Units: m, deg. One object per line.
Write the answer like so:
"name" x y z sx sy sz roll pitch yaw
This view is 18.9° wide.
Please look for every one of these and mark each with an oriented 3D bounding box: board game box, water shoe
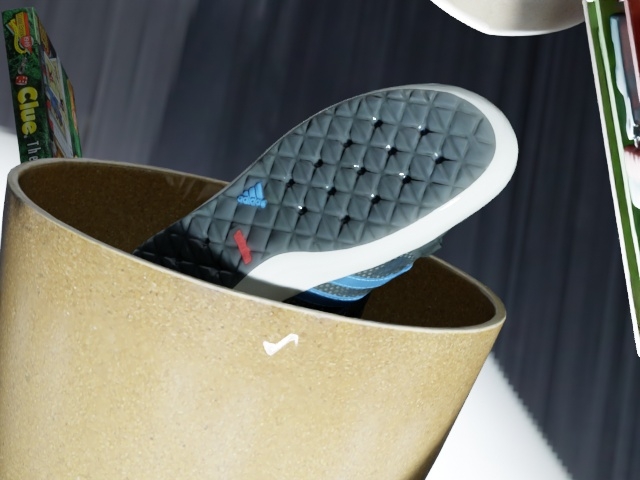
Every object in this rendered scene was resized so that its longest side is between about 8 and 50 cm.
"board game box" -0.192 -0.027 1.412 0.030 0.259 0.136 -10 158 -1
"water shoe" 0.000 0.000 0.822 0.203 0.073 0.080 -27 151 20

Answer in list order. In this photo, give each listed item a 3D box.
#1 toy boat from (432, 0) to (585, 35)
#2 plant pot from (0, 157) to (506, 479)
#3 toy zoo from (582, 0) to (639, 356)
"toy boat" 0.089 -0.269 1.468 0.318 0.148 0.267 13 -151 -2
"plant pot" -0.061 0.117 0.910 0.237 0.254 0.237 15 -170 -3
"toy zoo" 0.150 -0.022 0.784 0.030 0.192 0.293 -10 -175 2
